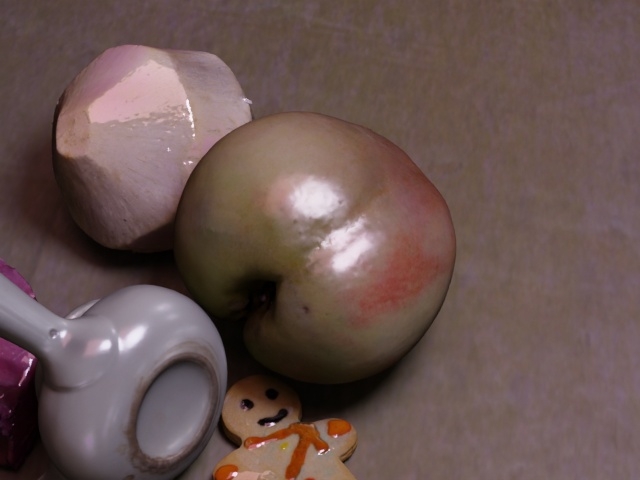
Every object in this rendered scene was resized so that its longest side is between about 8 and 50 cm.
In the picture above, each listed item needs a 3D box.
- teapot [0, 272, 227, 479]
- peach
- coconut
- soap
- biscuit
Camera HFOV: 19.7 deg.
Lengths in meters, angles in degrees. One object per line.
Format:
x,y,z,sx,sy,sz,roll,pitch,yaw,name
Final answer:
-0.210,0.103,1.735,0.149,0.318,0.220,19,49,36,teapot
0.001,0.001,1.862,0.292,0.247,0.292,6,48,-7,peach
-0.182,-0.101,1.982,0.197,0.237,0.237,-7,39,37,coconut
-0.395,0.097,1.863,0.289,0.112,0.182,19,50,15,soap
-0.029,0.224,1.814,0.153,0.030,0.234,-16,51,-17,biscuit
